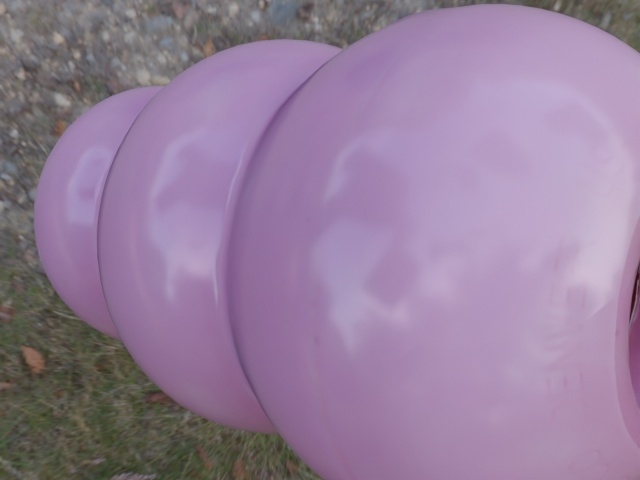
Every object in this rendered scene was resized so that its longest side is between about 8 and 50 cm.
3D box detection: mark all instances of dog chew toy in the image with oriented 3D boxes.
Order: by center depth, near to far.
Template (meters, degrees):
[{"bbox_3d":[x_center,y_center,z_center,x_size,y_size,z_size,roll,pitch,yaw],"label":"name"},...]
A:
[{"bbox_3d":[0.000,0.000,0.486,0.332,0.206,0.206,10,80,39],"label":"dog chew toy"}]
